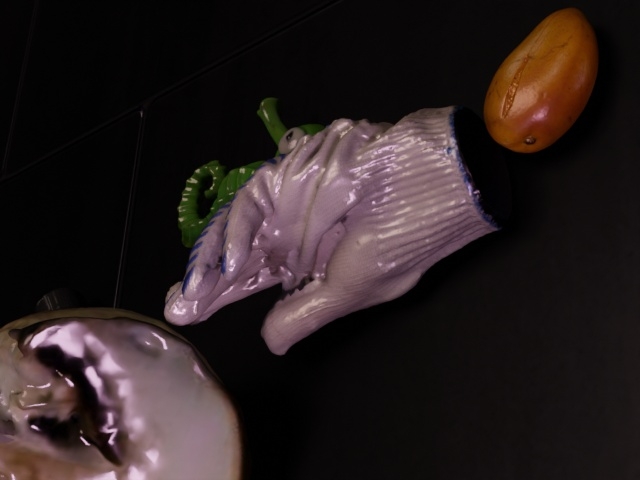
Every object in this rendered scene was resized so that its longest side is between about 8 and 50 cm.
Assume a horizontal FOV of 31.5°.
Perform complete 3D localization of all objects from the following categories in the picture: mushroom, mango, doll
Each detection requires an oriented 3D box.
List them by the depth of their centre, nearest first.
[{"bbox_3d":[0.125,-0.091,0.635,0.060,0.046,0.089,14,77,51],"label":"mango"},{"bbox_3d":[-0.161,0.165,0.726,0.164,0.190,0.267,16,107,62],"label":"mushroom"},{"bbox_3d":[-0.043,-0.037,0.798,0.190,0.050,0.115,-25,57,42],"label":"doll"}]

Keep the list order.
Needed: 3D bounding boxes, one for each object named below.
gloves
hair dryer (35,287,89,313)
[{"bbox_3d":[0.004,-0.003,0.679,0.229,0.119,0.097,-25,14,13],"label":"gloves"},{"bbox_3d":[-0.225,0.160,0.909,0.194,0.050,0.173,-55,37,18],"label":"hair dryer"}]
